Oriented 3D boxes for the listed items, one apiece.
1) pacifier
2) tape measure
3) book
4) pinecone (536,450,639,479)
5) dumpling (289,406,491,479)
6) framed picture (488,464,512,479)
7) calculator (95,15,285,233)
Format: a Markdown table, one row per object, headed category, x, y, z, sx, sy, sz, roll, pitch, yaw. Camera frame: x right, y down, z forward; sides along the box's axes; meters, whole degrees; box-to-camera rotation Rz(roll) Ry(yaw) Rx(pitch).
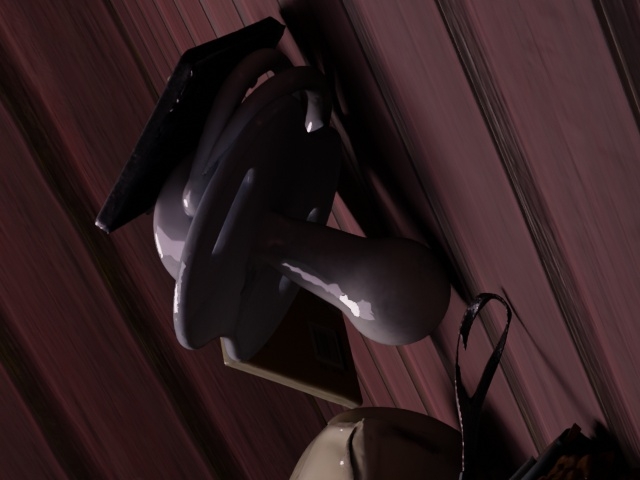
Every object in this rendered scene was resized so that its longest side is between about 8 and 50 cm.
| category | x | y | z | sx | sy | sz | roll | pitch | yaw |
| --- | --- | --- | --- | --- | --- | --- | --- | --- | --- |
| pacifier | 0.000 | 0.000 | 1.447 | 0.233 | 0.244 | 0.299 | 27 | 180 | 15 |
| tape measure | 0.122 | 0.127 | 1.223 | 0.180 | 0.104 | 0.107 | 59 | 177 | 10 |
| book | -0.049 | 0.001 | 1.686 | 0.208 | 0.020 | 0.295 | 25 | -135 | -52 |
| pinecone | 0.162 | 0.209 | 1.079 | 0.173 | 0.173 | 0.173 | 60 | 174 | 11 |
| dumpling | 0.061 | 0.316 | 1.742 | 0.395 | 0.233 | 0.315 | 85 | -169 | -69 |
| framed picture | 0.224 | 0.319 | 1.701 | 0.150 | 0.015 | 0.203 | 52 | 169 | 53 |
| calculator | -0.101 | -0.096 | 1.448 | 0.021 | 0.161 | 0.262 | 31 | -163 | 5 |
